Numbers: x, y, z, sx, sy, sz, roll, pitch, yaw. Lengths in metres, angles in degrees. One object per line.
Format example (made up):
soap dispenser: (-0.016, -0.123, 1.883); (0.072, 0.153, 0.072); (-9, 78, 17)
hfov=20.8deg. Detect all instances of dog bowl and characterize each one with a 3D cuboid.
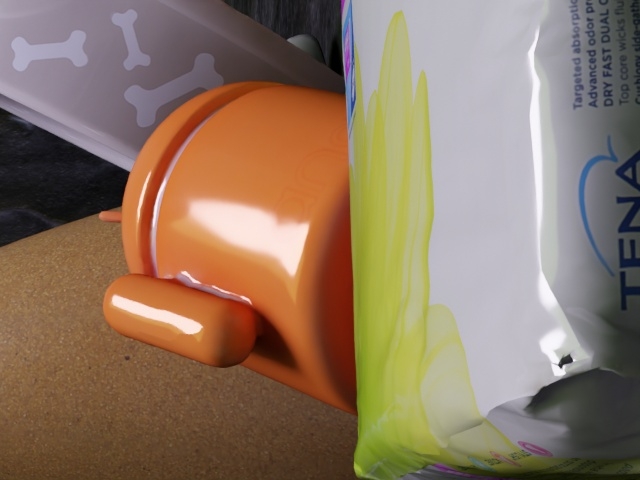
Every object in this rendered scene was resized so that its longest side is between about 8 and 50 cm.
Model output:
dog bowl: (-0.133, -0.108, 1.109); (0.102, 0.348, 0.349); (-64, 7, -2)

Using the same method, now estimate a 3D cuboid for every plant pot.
plant pot: (-0.059, 0.069, 0.920); (0.237, 0.254, 0.237); (178, 90, -83)

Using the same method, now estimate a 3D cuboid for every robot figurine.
robot figurine: (0.002, 0.000, 0.746); (0.219, 0.128, 0.158); (18, 75, 48)

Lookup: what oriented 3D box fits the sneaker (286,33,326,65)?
sneaker: (-0.046, -0.019, 1.374); (0.106, 0.123, 0.290); (170, 101, -85)

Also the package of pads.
package of pads: (0.067, -0.044, 0.481); (0.296, 0.101, 0.229); (116, 153, -77)
